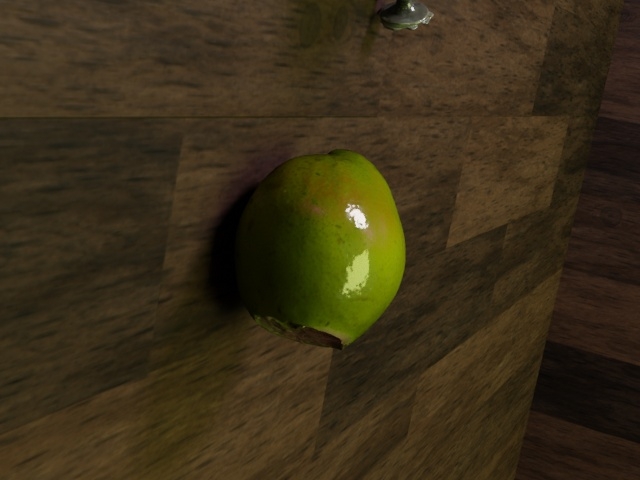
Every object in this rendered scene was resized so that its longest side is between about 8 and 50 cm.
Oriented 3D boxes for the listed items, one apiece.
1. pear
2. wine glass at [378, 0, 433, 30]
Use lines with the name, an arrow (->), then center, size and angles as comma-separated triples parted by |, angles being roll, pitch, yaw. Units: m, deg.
pear -> 0.000, 0.000, 1.076 | 0.187, 0.187, 0.219 | 50, 49, -64
wine glass -> 0.103, -0.341, 1.235 | 0.072, 0.072, 0.155 | -54, 150, -42
